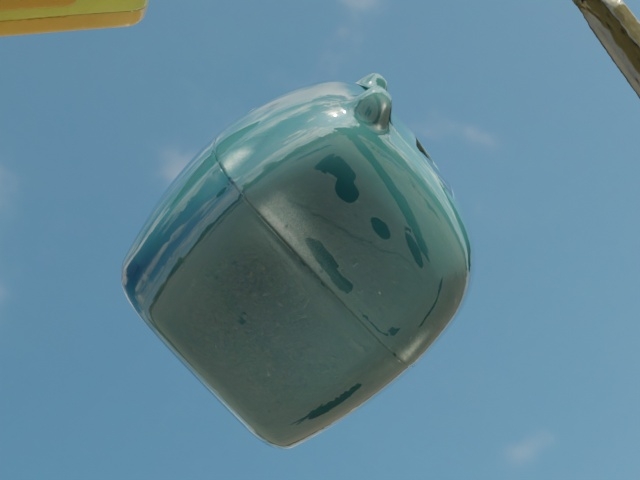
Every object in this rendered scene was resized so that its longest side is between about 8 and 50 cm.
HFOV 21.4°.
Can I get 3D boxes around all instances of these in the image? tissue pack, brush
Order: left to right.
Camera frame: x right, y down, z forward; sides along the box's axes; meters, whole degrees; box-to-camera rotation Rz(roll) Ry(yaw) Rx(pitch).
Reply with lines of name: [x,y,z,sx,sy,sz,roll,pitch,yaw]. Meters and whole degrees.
tissue pack: [0.000,0.000,1.130,0.206,0.287,0.198,-41,-87,8]
brush: [0.166,-0.128,0.937,0.036,0.248,0.043,-26,-20,-19]

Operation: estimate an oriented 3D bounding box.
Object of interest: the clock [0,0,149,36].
clock: [-0.243,-0.238,1.379,0.202,0.143,0.096,-8,-40,-31]
